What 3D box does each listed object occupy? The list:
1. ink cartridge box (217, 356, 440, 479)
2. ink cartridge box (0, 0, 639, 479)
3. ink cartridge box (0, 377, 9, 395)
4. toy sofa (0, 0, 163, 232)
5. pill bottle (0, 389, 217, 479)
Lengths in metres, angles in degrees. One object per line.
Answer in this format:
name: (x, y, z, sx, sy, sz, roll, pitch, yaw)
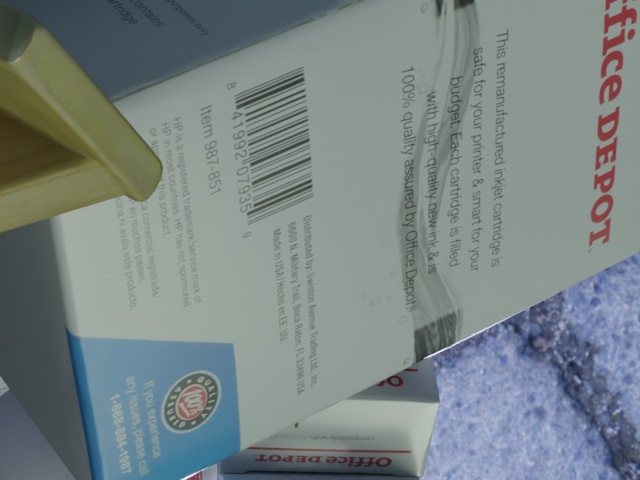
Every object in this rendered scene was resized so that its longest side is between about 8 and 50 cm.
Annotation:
ink cartridge box: (0.000, 0.060, 0.979, 0.104, 0.180, 0.060, 2, 132, -9)
ink cartridge box: (-0.003, -0.049, 0.878, 0.307, 0.129, 0.223, -25, 136, -23)
ink cartridge box: (-0.191, 0.018, 1.054, 0.237, 0.100, 0.172, -36, 169, 34)
toy sofa: (-0.223, 0.063, 0.612, 0.362, 0.177, 0.150, -59, 163, -7)
pill bottle: (-0.246, 0.189, 1.439, 0.229, 0.229, 0.408, -31, 171, 15)
